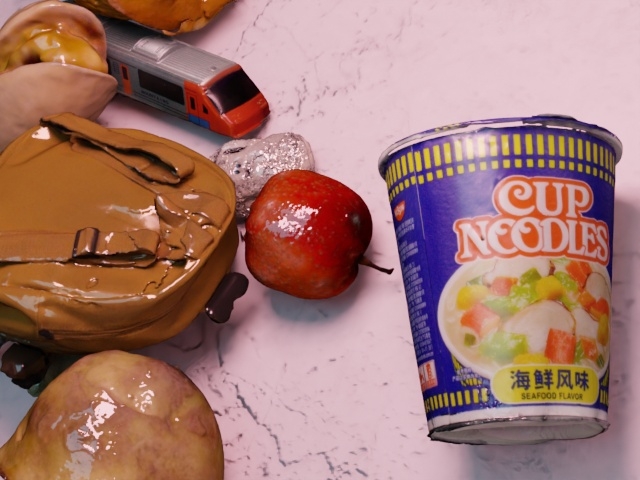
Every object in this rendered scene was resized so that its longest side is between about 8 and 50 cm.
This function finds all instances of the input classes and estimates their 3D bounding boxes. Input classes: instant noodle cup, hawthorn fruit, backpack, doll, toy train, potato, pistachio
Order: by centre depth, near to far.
[{"bbox_3d":[0.202,0.057,1.490,0.284,0.284,0.312,-9,73,23],"label":"instant noodle cup"},{"bbox_3d":[-0.217,0.276,1.614,0.237,0.289,0.301,-39,37,-14],"label":"potato"},{"bbox_3d":[0.000,0.000,1.679,0.194,0.157,0.157,22,78,14],"label":"hawthorn fruit"},{"bbox_3d":[-0.282,0.009,1.730,0.378,0.201,0.353,15,57,27],"label":"backpack"},{"bbox_3d":[-0.355,0.157,1.833,0.150,0.077,0.115,4,71,46],"label":"doll"},{"bbox_3d":[-0.382,-0.214,1.904,0.299,0.187,0.188,-31,49,54],"label":"pistachio"},{"bbox_3d":[-0.242,-0.248,1.926,0.409,0.089,0.086,24,46,35],"label":"toy train"}]

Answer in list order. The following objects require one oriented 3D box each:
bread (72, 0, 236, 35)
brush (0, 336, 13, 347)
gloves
[{"bbox_3d":[-0.250,-0.467,1.904,0.204,0.358,0.337,1,41,48],"label":"bread"},{"bbox_3d":[-0.390,0.063,1.904,0.070,0.051,0.323,38,85,28],"label":"brush"},{"bbox_3d":[-0.080,-0.084,1.794,0.153,0.070,0.114,-8,65,24],"label":"gloves"}]
